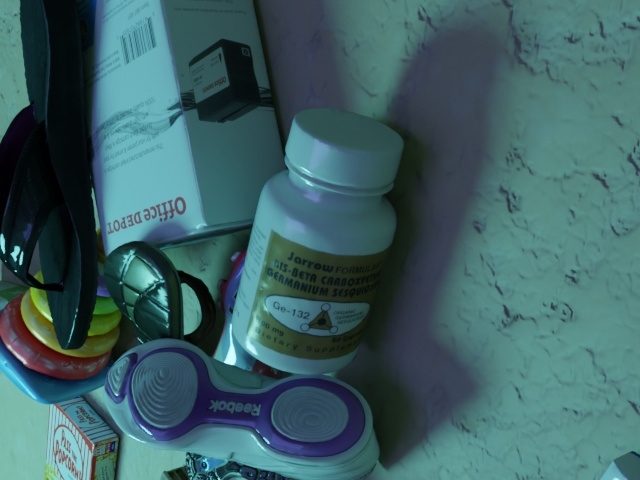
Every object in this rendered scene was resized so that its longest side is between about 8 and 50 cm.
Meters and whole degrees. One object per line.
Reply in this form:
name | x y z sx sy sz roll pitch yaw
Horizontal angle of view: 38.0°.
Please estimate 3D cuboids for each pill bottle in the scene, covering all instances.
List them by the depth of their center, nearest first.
pill bottle | 0.000 0.000 0.875 0.131 0.131 0.229 38 124 39

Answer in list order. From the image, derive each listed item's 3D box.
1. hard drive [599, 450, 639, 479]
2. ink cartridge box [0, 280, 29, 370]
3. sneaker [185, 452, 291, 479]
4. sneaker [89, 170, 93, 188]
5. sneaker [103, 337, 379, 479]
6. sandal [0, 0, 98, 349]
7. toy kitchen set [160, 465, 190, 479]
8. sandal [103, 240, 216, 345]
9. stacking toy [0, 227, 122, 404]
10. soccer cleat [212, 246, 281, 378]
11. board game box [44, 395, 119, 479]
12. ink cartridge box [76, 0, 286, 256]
hard drive | 0.241 0.351 0.731 0.210 0.040 0.318 46 129 34
ink cartridge box | -0.637 0.153 1.478 0.207 0.354 0.119 6 102 49
sneaker | -0.074 0.242 1.064 0.162 0.073 0.063 -10 85 30
sneaker | -0.341 -0.112 1.333 0.109 0.040 0.043 57 151 31
sneaker | -0.084 0.190 0.952 0.305 0.152 0.114 11 63 23
sandal | -0.340 -0.083 1.096 0.168 0.107 0.445 25 120 57
toy kitchen set | -0.181 0.307 1.196 0.075 0.068 0.083 43 127 36
sandal | -0.170 0.082 1.072 0.120 0.086 0.302 41 159 22
stacking toy | -0.320 0.059 1.266 0.175 0.166 0.301 43 117 17
soccer cleat | -0.071 0.103 1.031 0.095 0.083 0.248 31 121 19
board game box | -0.376 0.353 1.450 0.147 0.045 0.193 31 120 42
ink cartridge box | -0.166 -0.150 1.043 0.223 0.129 0.307 -14 87 50
